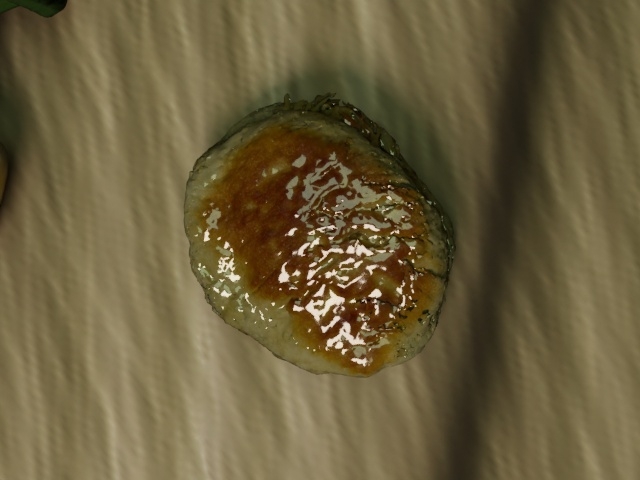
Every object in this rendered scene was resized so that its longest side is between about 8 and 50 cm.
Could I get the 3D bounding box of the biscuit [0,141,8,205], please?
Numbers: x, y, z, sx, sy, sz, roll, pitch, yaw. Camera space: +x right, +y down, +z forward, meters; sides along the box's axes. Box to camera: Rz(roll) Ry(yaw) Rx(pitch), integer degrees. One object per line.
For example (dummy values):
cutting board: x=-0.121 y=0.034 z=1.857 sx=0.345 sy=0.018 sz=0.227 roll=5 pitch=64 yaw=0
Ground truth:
biscuit: x=-0.353 y=0.009 z=0.659 sx=0.290 sy=0.062 sz=0.237 roll=17 pitch=90 yaw=-29

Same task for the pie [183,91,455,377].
pie: x=0.000 y=0.000 z=0.708 sx=0.193 sy=0.079 sz=0.163 roll=43 pitch=93 yaw=3

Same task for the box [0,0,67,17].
box: x=-0.317 y=-0.277 z=0.671 sx=0.177 sy=0.253 sz=0.329 roll=-23 pitch=83 yaw=14
